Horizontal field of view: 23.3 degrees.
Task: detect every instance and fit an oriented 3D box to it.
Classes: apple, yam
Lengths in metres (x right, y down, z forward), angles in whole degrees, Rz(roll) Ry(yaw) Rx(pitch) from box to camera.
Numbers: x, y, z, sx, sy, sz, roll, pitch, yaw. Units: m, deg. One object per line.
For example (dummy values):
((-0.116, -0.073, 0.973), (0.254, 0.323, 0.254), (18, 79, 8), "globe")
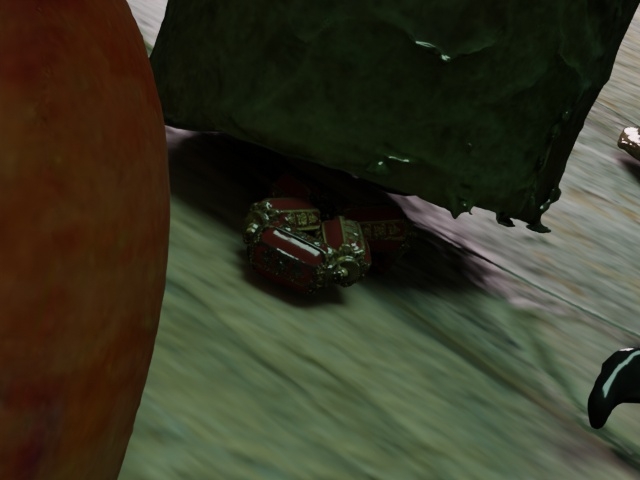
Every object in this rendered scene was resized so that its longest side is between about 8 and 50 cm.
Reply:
((-0.164, -0.055, 0.372), (0.293, 0.163, 0.251), (23, 18, 5), "apple")
((0.057, -0.156, 0.654), (0.195, 0.300, 0.195), (20, 13, -5), "yam")

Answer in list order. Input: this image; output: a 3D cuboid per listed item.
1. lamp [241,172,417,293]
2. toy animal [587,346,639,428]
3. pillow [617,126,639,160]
((0.000, 0.000, 0.608), (0.063, 0.031, 0.083), (21, 19, 8), "lamp")
((0.211, 0.072, 0.572), (0.233, 0.084, 0.148), (25, 20, -4), "toy animal")
((0.260, -0.020, 0.950), (0.135, 0.034, 0.211), (16, 18, -8), "pillow")
